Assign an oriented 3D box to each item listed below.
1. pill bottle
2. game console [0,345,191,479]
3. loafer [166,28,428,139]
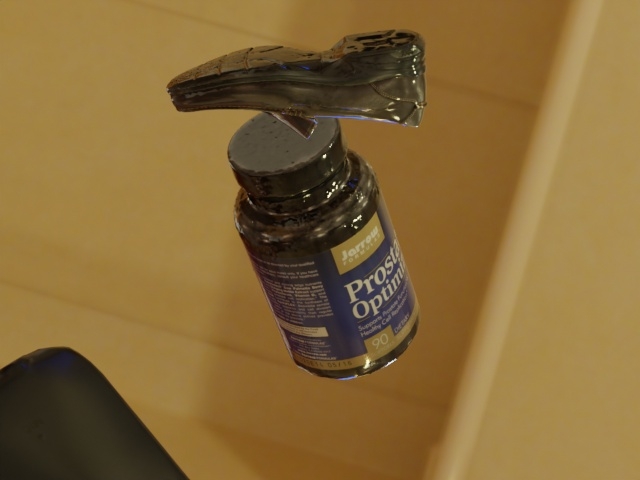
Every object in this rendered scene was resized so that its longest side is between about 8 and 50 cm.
[{"bbox_3d":[0.000,0.000,1.298,0.123,0.123,0.219,-69,149,-43],"label":"pill bottle"},{"bbox_3d":[-0.174,0.263,0.780,0.386,0.342,0.060,-32,168,-36],"label":"game console"},{"bbox_3d":[-0.014,-0.093,1.017,0.062,0.170,0.061,-72,155,-65],"label":"loafer"}]
